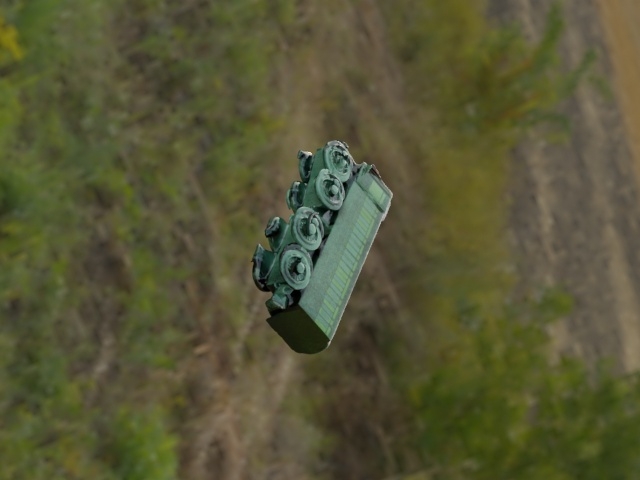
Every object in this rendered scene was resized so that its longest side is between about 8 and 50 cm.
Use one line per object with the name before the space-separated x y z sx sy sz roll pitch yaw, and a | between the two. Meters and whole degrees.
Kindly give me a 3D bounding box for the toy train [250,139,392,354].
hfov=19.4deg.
toy train | 0.000 0.000 1.134 0.071 0.038 0.148 56 37 -28
